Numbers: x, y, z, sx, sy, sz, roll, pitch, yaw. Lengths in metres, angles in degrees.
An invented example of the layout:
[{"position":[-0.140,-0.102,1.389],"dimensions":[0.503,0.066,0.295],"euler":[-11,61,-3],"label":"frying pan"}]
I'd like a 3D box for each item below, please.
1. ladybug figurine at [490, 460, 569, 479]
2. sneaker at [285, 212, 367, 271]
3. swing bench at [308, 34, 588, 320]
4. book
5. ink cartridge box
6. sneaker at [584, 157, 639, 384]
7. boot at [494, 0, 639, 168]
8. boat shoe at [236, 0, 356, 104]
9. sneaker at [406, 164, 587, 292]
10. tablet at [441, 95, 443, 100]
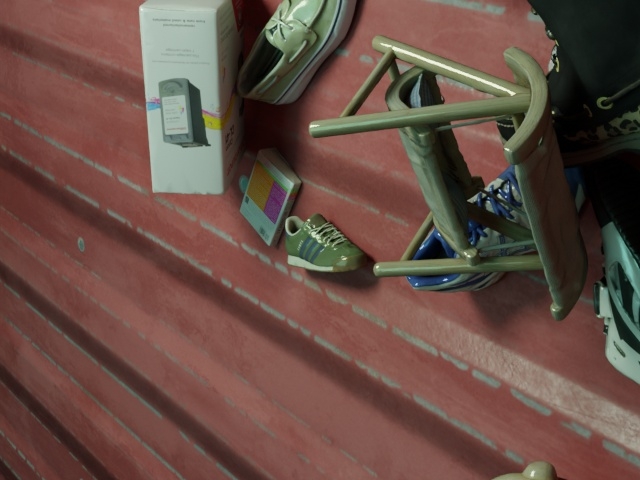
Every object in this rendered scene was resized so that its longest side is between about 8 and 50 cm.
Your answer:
[{"position":[0.302,0.491,1.323],"dimensions":[0.305,0.162,0.449],"euler":[14,111,51],"label":"ladybug figurine"},{"position":[0.000,0.000,1.673],"dimensions":[0.192,0.064,0.086],"euler":[5,108,55],"label":"sneaker"},{"position":[0.165,-0.072,1.140],"dimensions":[0.254,0.165,0.253],"euler":[11,143,33],"label":"swing bench"},{"position":[-0.088,-0.074,1.799],"dimensions":[0.096,0.035,0.144],"euler":[50,135,29],"label":"book"},{"position":[-0.202,-0.256,1.711],"dimensions":[0.226,0.131,0.306],"euler":[-77,-13,-64],"label":"ink cartridge box"},{"position":[0.358,0.069,1.175],"dimensions":[0.146,0.122,0.330],"euler":[-39,68,48],"label":"sneaker"},{"position":[0.262,-0.220,1.087],"dimensions":[0.284,0.138,0.377],"euler":[52,165,-18],"label":"boot"},{"position":[-0.038,-0.319,1.617],"dimensions":[0.109,0.094,0.302],"euler":[58,139,25],"label":"boat shoe"},{"position":[0.219,-0.016,1.331],"dimensions":[0.112,0.131,0.296],"euler":[61,138,25],"label":"sneaker"},{"position":[0.142,-0.195,1.488],"dimensions":[0.054,0.006,0.083],"euler":[61,140,22],"label":"tablet"}]
